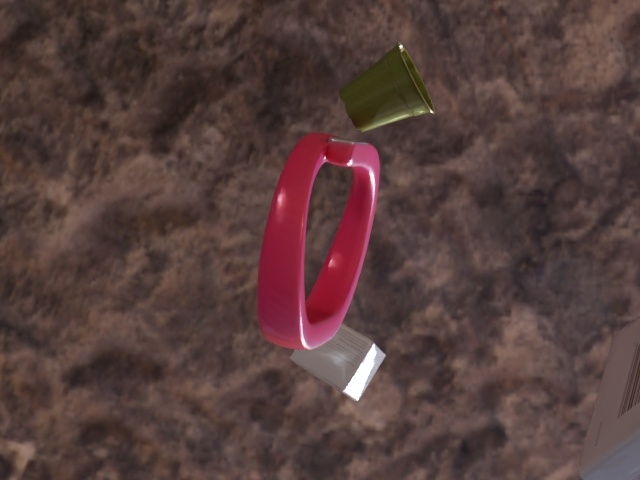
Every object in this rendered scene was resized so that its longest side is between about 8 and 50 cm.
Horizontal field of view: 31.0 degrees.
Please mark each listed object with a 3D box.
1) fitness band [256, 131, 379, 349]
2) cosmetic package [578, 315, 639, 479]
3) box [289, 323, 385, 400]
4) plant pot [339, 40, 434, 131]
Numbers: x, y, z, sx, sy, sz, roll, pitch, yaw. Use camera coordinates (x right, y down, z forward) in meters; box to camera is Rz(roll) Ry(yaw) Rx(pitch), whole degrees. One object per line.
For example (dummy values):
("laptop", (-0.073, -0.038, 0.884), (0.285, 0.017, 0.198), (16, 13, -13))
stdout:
("fitness band", (0.000, 0.000, 1.133), (0.054, 0.209, 0.291), (14, 4, 12))
("cosmetic package", (0.467, 0.186, 0.907), (0.453, 0.161, 0.230), (29, -37, -3))
("box", (0.027, 0.173, 1.712), (0.102, 0.087, 0.101), (29, -8, 20))
("plant pot", (0.065, -0.151, 1.192), (0.079, 0.083, 0.083), (-26, -51, 14))
